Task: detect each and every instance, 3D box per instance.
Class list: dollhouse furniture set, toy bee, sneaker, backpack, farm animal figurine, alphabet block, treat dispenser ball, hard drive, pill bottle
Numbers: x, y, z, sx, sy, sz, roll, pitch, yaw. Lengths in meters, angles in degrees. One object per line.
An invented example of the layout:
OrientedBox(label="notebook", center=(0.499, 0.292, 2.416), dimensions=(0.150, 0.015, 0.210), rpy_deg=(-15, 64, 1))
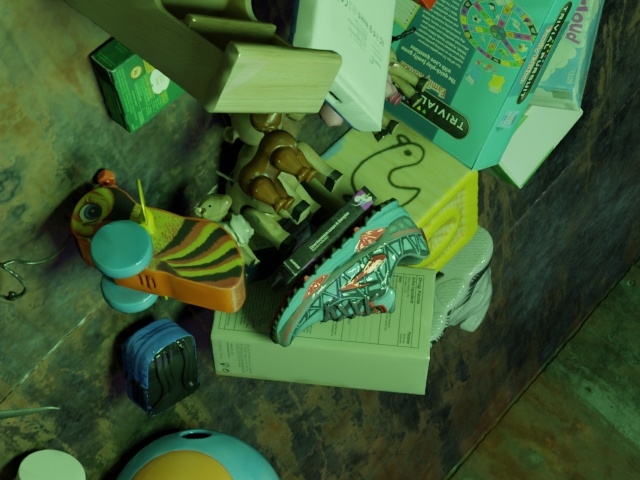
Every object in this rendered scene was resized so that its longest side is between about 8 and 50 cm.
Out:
OrientedBox(label="dollhouse furniture set", center=(-0.060, -0.351, 1.152), dimensions=(0.362, 0.256, 0.394), rpy_deg=(-8, 131, -56))
OrientedBox(label="toy bee", center=(-0.225, -0.012, 1.416), dimensions=(0.195, 0.298, 0.162), rpy_deg=(125, -22, -54))
OrientedBox(label="sneaker", center=(0.046, 0.064, 1.679), dimensions=(0.262, 0.125, 0.104), rpy_deg=(-44, 178, -9))
OrientedBox(label="backpack", center=(-0.232, 0.168, 1.717), dimensions=(0.098, 0.101, 0.120), rpy_deg=(-35, 146, -36))
OrientedBox(label="farm animal figurine", center=(-0.043, -0.127, 1.600), dimensions=(0.330, 0.172, 0.327), rpy_deg=(-37, 164, -45))
OrientedBox(label="alphabet block", center=(0.109, -0.055, 1.888), dimensions=(0.192, 0.197, 0.193), rpy_deg=(-45, 153, -17))
OrientedBox(label="treat dispenser ball", center=(-0.192, 0.440, 1.916), dimensions=(0.288, 0.288, 0.288), rpy_deg=(-39, 152, -26))
OrientedBox(label="hard drive", center=(0.036, -0.311, 1.406), dimensions=(0.210, 0.040, 0.318), rpy_deg=(36, 58, -61))
OrientedBox(label="sneaker", center=(0.221, 0.150, 2.406), dimensions=(0.366, 0.137, 0.210), rpy_deg=(-51, 152, -11))
OrientedBox(label="pill bottle", center=(-0.395, 0.401, 1.723), dimensions=(0.121, 0.121, 0.216), rpy_deg=(-22, 141, -47))

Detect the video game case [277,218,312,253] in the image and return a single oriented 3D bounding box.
OrientedBox(label="video game case", center=(-0.066, -0.007, 1.868), dimensions=(0.119, 0.015, 0.166), rpy_deg=(-44, 153, -18))

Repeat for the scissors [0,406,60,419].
OrientedBox(label="scissors", center=(-0.446, 0.210, 1.361), dimensions=(0.297, 0.021, 0.109), rpy_deg=(6, 127, -33))

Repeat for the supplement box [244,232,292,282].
OrientedBox(label="supplement box", center=(-0.097, 0.009, 1.735), dimensions=(0.083, 0.083, 0.056), rpy_deg=(-12, 136, -29))

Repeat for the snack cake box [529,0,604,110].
OrientedBox(label="snack cake box", center=(0.339, -0.338, 1.846), dimensions=(0.089, 0.152, 0.264), rpy_deg=(46, 56, -65))

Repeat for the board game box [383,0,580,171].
OrientedBox(label="board game box", center=(0.193, -0.303, 1.642), dimensions=(0.079, 0.254, 0.336), rpy_deg=(-17, 138, -51))

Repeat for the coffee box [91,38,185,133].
OrientedBox(label="coffee box", center=(-0.169, -0.216, 1.395), dimensions=(0.184, 0.040, 0.113), rpy_deg=(-42, 153, -20))

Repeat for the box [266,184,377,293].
OrientedBox(label="box", center=(0.000, 0.000, 1.672), dimensions=(0.162, 0.029, 0.116), rpy_deg=(-45, 179, -21))

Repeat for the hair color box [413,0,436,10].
OrientedBox(label="hair color box", center=(0.099, -0.356, 1.544), dimensions=(0.072, 0.141, 0.043), rpy_deg=(-53, 155, 2))

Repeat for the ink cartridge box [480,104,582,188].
OrientedBox(label="ink cartridge box", center=(0.284, -0.195, 1.969), dimensions=(0.160, 0.219, 0.092), rpy_deg=(-50, 123, -5))

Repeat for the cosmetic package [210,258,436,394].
OrientedBox(label="cosmetic package", center=(0.007, 0.118, 1.778), dimensions=(0.113, 0.309, 0.160), rpy_deg=(91, 6, -53))
